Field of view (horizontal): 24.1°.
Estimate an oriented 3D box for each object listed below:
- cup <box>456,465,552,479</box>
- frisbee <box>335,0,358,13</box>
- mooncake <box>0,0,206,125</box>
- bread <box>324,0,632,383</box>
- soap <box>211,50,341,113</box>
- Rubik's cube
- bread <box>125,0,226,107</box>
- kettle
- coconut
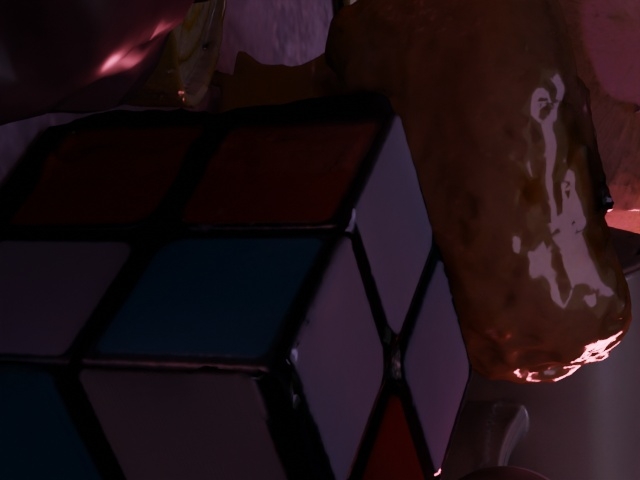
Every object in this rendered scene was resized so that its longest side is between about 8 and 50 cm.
[{"bbox_3d":[0.066,0.145,0.599,0.099,0.074,0.102,-6,96,-67],"label":"cup"},{"bbox_3d":[0.059,-0.187,1.148,0.236,0.017,0.236,-3,90,-68],"label":"frisbee"},{"bbox_3d":[-0.137,-0.212,0.455,0.381,0.212,0.350,35,63,-60],"label":"mooncake"},{"bbox_3d":[0.077,-0.036,0.795,0.244,0.134,0.244,-11,90,-85],"label":"bread"},{"bbox_3d":[0.002,0.000,0.920,0.233,0.076,0.135,56,38,-53],"label":"soap"},{"bbox_3d":[-0.049,0.055,0.657,0.180,0.183,0.167,-68,147,-48],"label":"Rubik's cube"},{"bbox_3d":[-0.085,-0.137,0.710,0.156,0.064,0.117,86,7,-46],"label":"bread"},{"bbox_3d":[0.161,0.166,1.096,0.265,0.205,0.318,-132,-144,-74],"label":"kettle"},{"bbox_3d":[0.240,-0.148,1.201,0.254,0.297,0.297,-28,115,-81],"label":"coconut"}]
